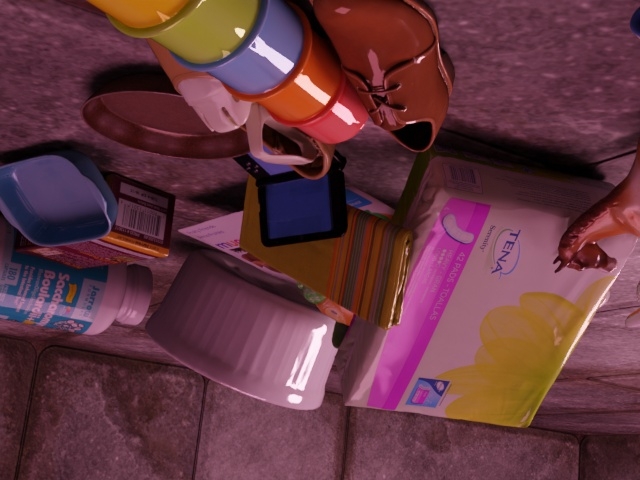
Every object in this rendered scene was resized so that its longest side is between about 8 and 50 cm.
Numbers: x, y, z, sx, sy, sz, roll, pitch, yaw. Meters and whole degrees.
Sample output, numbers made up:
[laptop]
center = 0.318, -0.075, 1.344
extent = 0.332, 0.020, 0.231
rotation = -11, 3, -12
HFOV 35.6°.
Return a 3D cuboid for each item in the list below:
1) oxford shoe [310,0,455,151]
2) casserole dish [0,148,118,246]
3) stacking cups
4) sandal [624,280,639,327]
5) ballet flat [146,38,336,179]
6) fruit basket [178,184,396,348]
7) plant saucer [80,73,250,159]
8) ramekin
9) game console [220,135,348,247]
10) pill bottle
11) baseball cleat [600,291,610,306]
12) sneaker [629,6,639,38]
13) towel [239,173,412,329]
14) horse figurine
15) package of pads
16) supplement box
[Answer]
[oxford shoe]
center = 0.051, -0.126, 0.737
extent = 0.076, 0.076, 0.212
rotation = 0, 162, 27
[casserole dish]
center = -0.302, -0.052, 1.143
extent = 0.188, 0.037, 0.114
rotation = -8, 120, 39
[stacking cups]
center = -0.055, -0.139, 0.687
extent = 0.096, 0.096, 0.316
rotation = -3, 163, 30
[sandal]
center = 0.446, 0.018, 1.138
extent = 0.102, 0.076, 0.265
rotation = -5, 152, -34
[ballet flat]
center = -0.056, -0.113, 0.831
extent = 0.080, 0.073, 0.232
rotation = -7, 160, 37
[fruit basket]
center = 0.050, 0.044, 1.207
extent = 0.353, 0.166, 0.327
rotation = 22, 159, -36
[plant saucer]
center = -0.138, -0.117, 0.935
extent = 0.168, 0.029, 0.168
rotation = 6, 164, 2
[ramekin]
center = -0.097, 0.120, 1.429
extent = 0.277, 0.135, 0.277
rotation = 25, -176, -2
[game console]
center = -0.038, -0.055, 0.991
extent = 0.122, 0.071, 0.107
rotation = -8, 141, 42
[pill bottle]
center = -0.383, 0.055, 1.450
extent = 0.264, 0.146, 0.146
rotation = 14, 163, -29
[baseball cleat]
center = 0.302, 0.079, 1.410
extent = 0.205, 0.072, 0.109
rotation = 5, 172, 17
[sneaker]
center = 0.238, -0.152, 0.607
extent = 0.059, 0.053, 0.144
rotation = 9, 164, -2
[towel]
center = 0.000, 0.000, 1.020
extent = 0.021, 0.102, 0.237
rotation = -7, -156, -43
[horse figurine]
center = 0.322, -0.051, 0.860
extent = 0.174, 0.066, 0.263
rotation = 7, 149, -4
[package of pads]
center = 0.169, 0.058, 1.037
extent = 0.229, 0.101, 0.297
rotation = 10, 124, -16
[supplement box]
center = -0.284, -0.020, 1.251
extent = 0.188, 0.081, 0.104
rotation = -7, 160, 40
